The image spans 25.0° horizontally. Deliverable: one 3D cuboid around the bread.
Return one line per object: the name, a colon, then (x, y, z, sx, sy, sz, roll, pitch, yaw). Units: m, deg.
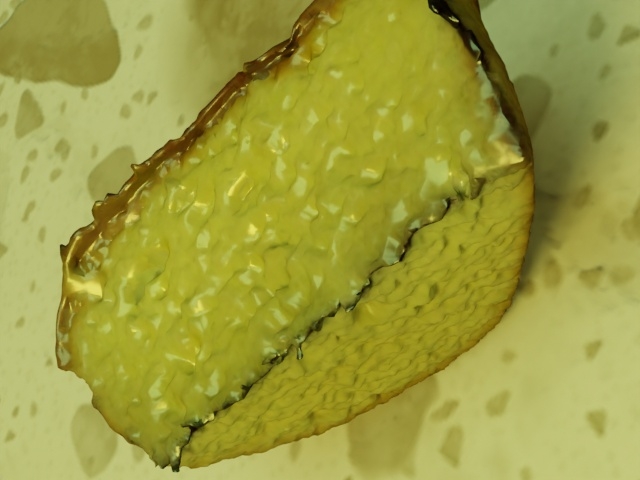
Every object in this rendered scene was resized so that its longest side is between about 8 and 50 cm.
bread: (0.009, -0.002, 0.623, 0.260, 0.134, 0.129, -44, 59, 29)
